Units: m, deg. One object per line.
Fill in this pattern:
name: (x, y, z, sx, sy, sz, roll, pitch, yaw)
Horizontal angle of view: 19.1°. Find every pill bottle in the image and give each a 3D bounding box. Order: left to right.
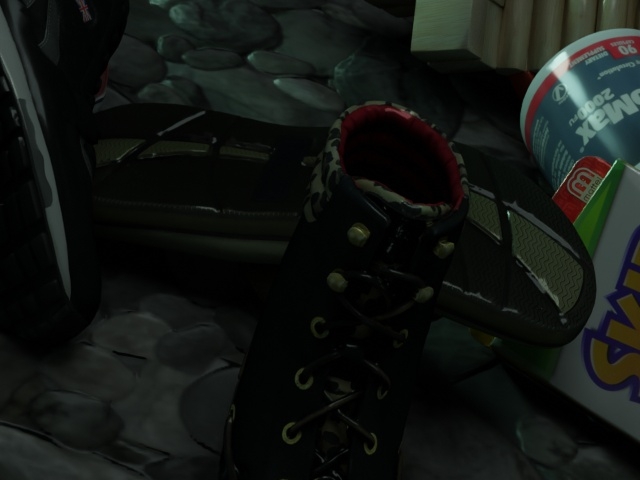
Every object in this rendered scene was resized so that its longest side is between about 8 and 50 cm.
pill bottle: (0.197, -0.033, 1.105, 0.108, 0.108, 0.180, 1, 38, -24)

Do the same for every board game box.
board game box: (0.210, 0.063, 0.980, 0.259, 0.124, 0.039, 33, -5, 22)

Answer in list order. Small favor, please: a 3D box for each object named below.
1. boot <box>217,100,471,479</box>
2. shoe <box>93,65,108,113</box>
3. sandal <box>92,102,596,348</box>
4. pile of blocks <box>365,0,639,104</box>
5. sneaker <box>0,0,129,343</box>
boot: (0.007, 0.065, 0.819, 0.085, 0.178, 0.236, 13, 34, -9)
shoe: (-0.176, -0.087, 1.027, 0.063, 0.081, 0.178, 33, 37, 20)
sandal: (-0.001, -0.001, 1.002, 0.303, 0.086, 0.120, 13, 38, 18)
pile of blocks: (0.204, -0.115, 1.250, 0.362, 0.149, 0.112, 8, 78, -1)
sneaker: (-0.136, -0.093, 0.949, 0.124, 0.107, 0.283, -11, 79, -38)
